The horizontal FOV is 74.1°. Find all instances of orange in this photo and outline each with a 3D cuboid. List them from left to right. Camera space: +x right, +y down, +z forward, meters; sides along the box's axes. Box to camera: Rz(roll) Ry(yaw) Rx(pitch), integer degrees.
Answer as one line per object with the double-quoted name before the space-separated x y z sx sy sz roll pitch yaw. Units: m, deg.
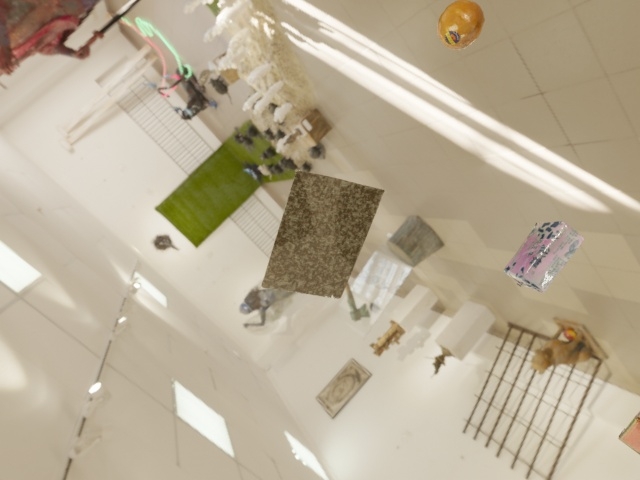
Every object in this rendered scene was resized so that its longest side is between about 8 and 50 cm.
"orange" 0.251 -0.388 0.761 0.083 0.083 0.083 42 169 10

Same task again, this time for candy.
"candy" 0.504 0.034 0.967 0.073 0.160 0.092 38 179 -8

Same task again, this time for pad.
"pad" 0.000 0.000 0.736 0.158 0.235 0.003 11 -152 -17

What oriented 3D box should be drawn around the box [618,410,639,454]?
"box" 0.488 0.234 0.545 0.112 0.048 0.175 37 131 40
